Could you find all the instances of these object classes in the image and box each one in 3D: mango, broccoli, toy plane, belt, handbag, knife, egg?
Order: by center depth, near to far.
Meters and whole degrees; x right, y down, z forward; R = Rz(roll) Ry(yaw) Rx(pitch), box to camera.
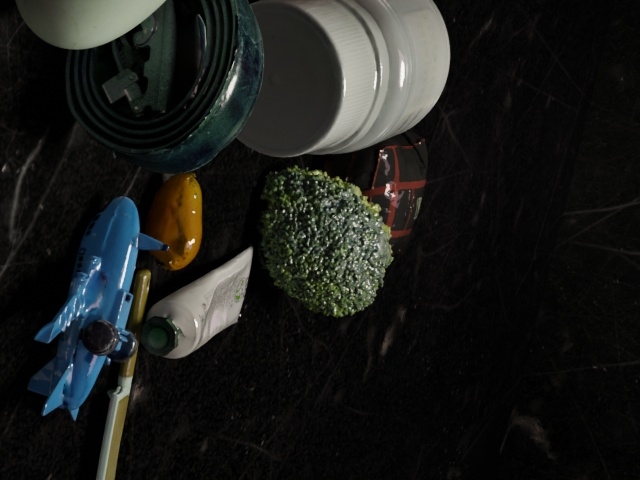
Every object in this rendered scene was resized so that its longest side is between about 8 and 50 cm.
[{"bbox_3d":[-0.214,-0.315,1.424,0.264,0.183,0.183,-62,154,-9],"label":"egg"},{"bbox_3d":[-0.167,-0.208,1.564,0.116,0.207,0.267,35,66,-68],"label":"belt"},{"bbox_3d":[-0.264,0.080,1.666,0.254,0.105,0.271,53,60,-77],"label":"toy plane"},{"bbox_3d":[-0.183,-0.025,1.798,0.063,0.077,0.127,10,89,-68],"label":"mango"},{"bbox_3d":[-0.264,0.204,1.819,0.061,0.027,0.343,-42,143,-81],"label":"knife"},{"bbox_3d":[-0.001,0.000,2.092,0.198,0.226,0.176,-45,167,2],"label":"broccoli"},{"bbox_3d":[0.077,-0.073,2.231,0.169,0.155,0.215,-14,120,-55],"label":"handbag"}]

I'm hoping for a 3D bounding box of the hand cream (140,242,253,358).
[{"bbox_3d":[-0.156,0.091,1.935,0.336,0.076,0.121,-33,139,-70],"label":"hand cream"}]

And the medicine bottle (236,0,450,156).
[{"bbox_3d":[0.013,-0.236,1.885,0.306,0.245,0.245,-28,129,-59],"label":"medicine bottle"}]
